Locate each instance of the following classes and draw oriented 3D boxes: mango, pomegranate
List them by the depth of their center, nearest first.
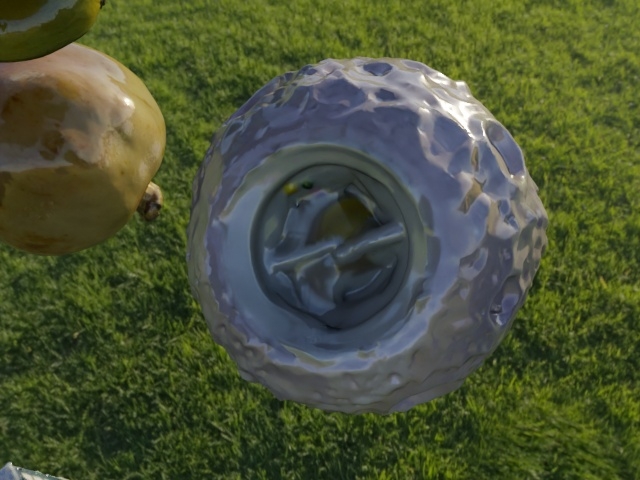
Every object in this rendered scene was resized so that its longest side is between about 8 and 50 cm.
[{"bbox_3d":[-0.316,-0.242,0.624,0.191,0.122,0.085,-22,12,-8],"label":"mango"},{"bbox_3d":[-0.463,-0.158,1.121,0.412,0.411,0.411,-5,43,4],"label":"pomegranate"}]

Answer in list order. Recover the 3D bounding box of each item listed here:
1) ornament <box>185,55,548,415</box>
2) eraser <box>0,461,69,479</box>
[{"bbox_3d":[0.031,-0.006,0.463,0.260,0.259,0.225,6,6,15],"label":"ornament"},{"bbox_3d":[-0.207,0.331,0.531,0.086,0.130,0.287,-43,53,-13],"label":"eraser"}]
